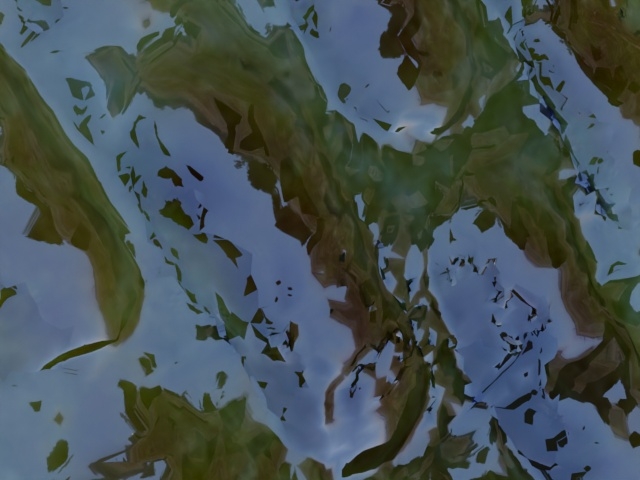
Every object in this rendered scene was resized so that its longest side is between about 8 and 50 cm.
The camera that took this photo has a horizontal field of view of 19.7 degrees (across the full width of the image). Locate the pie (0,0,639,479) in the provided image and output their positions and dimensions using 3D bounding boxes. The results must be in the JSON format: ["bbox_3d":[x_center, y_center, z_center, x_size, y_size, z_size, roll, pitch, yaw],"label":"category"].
[{"bbox_3d":[0.000,0.000,0.376,0.306,0.306,0.071,40,159,-18],"label":"pie"}]
